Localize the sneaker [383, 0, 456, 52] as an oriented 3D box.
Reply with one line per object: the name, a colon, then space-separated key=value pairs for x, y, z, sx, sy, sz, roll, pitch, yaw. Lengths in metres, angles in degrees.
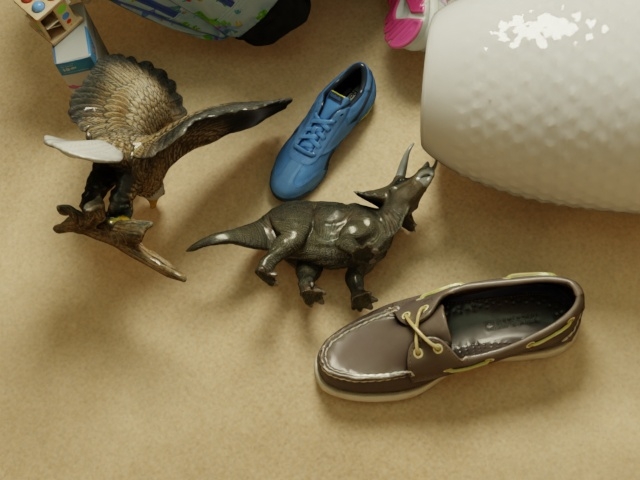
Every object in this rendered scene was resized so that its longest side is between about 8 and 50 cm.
sneaker: x=0.148 y=-0.329 z=1.513 sx=0.111 sy=0.103 sz=0.252 roll=25 pitch=47 yaw=-26

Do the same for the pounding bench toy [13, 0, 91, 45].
pounding bench toy: x=-0.334 y=-0.304 z=1.416 sx=0.052 sy=0.065 sz=0.083 roll=40 pitch=77 yaw=22

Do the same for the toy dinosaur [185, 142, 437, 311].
toy dinosaur: x=0.000 y=0.000 z=1.373 sx=0.313 sy=0.121 sz=0.160 roll=-12 pitch=36 yaw=10

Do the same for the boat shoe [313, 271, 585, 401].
boat shoe: x=0.148 y=0.107 z=1.307 sx=0.324 sy=0.097 sz=0.116 roll=-11 pitch=65 yaw=-1

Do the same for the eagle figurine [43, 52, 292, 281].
eagle figurine: x=-0.204 y=-0.118 z=1.374 sx=0.226 sy=0.225 sz=0.298 roll=37 pitch=66 yaw=-17

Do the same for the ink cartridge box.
ink cartridge box: x=-0.315 y=-0.241 z=1.491 sx=0.052 sy=0.122 sz=0.088 roll=-15 pitch=65 yaw=2

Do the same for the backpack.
backpack: x=-0.211 y=-0.420 z=1.452 sx=0.273 sy=0.355 sz=0.290 roll=-26 pitch=58 yaw=29

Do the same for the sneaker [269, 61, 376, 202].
sneaker: x=-0.001 y=-0.145 z=1.444 sx=0.069 sy=0.082 sz=0.209 roll=32 pitch=73 yaw=15

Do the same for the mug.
mug: x=0.297 y=-0.221 z=1.346 sx=0.328 sy=0.276 sz=0.374 roll=5 pitch=69 yaw=9
